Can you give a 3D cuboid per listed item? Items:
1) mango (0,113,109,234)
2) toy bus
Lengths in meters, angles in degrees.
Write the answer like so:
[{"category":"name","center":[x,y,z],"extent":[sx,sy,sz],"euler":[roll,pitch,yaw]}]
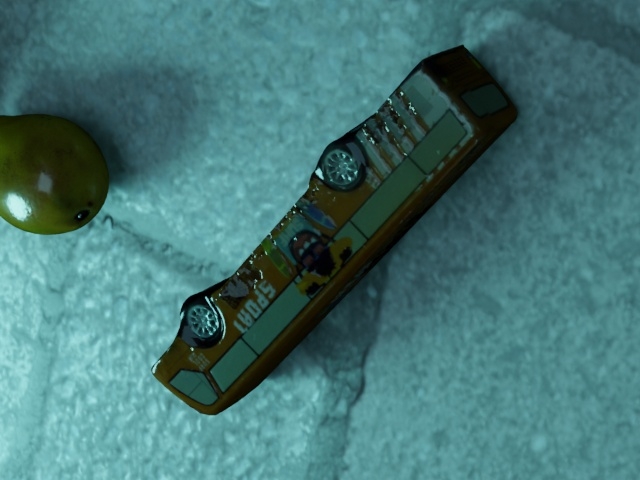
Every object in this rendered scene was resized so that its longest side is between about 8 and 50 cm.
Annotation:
[{"category":"mango","center":[-0.263,-0.061,1.730],"extent":[0.163,0.089,0.111],"euler":[2,91,44]},{"category":"toy bus","center":[0.000,0.000,1.560],"extent":[0.092,0.093,0.409],"euler":[47,124,7]}]
